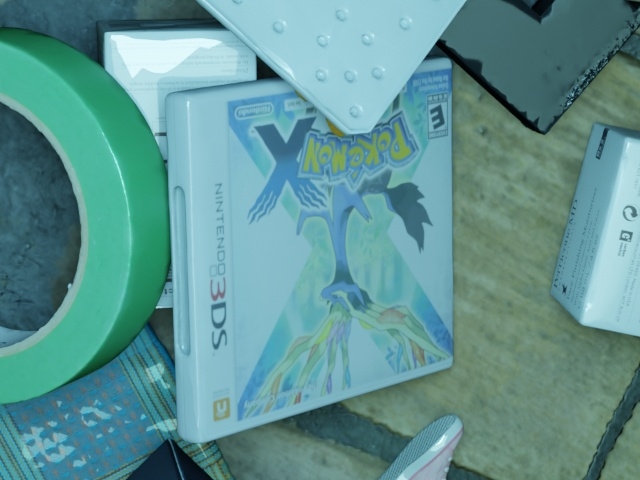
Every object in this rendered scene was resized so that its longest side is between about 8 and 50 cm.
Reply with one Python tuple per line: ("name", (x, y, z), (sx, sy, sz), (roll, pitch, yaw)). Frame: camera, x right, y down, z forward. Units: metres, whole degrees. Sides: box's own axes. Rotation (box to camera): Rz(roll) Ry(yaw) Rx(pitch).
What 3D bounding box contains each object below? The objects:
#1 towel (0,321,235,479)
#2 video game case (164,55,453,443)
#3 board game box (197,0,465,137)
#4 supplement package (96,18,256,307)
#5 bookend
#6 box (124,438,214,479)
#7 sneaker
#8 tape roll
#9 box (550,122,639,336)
("towel", (-0.205, 0.278, 1.869), (0.271, 0.040, 0.370), (-28, 103, -1))
("video game case", (0.000, 0.000, 1.749), (0.329, 0.036, 0.300), (-13, 107, -44))
("board game box", (-0.013, -0.347, 1.691), (0.390, 0.050, 0.390), (41, 66, -13))
("supplement package", (-0.129, -0.072, 1.762), (0.133, 0.139, 0.244), (-2, 100, -9))
("bookend", (0.194, -0.208, 1.815), (0.157, 0.072, 0.156), (40, 92, -12))
("box", (-0.132, 0.395, 1.793), (0.296, 0.183, 0.294), (-44, 106, 1))
("sneaker", (0.105, 0.233, 1.898), (0.070, 0.051, 0.134), (40, 96, -14))
("tape roll", (-0.284, -0.021, 1.702), (0.321, 0.077, 0.321), (5, 102, 24))
("box", (0.332, -0.001, 1.848), (0.181, 0.119, 0.181), (11, 99, -9))
